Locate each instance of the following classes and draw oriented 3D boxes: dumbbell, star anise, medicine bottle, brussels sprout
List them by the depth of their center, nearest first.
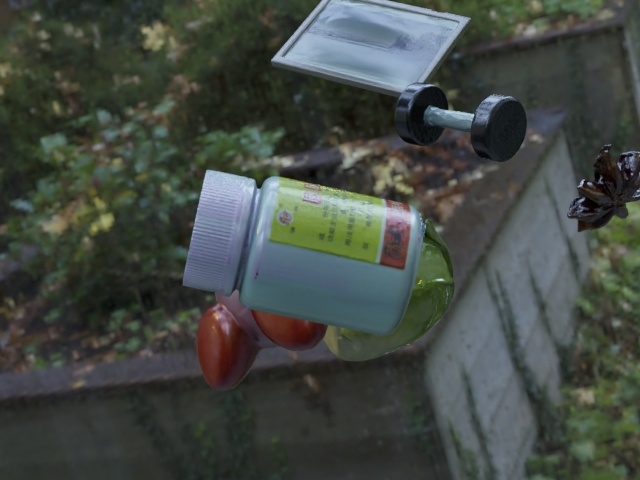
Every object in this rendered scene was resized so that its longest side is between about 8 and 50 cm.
[{"bbox_3d":[-0.018,0.010,1.237,0.225,0.139,0.139,12,14,-5],"label":"medicine bottle"},{"bbox_3d":[0.211,-0.181,1.855,0.100,0.100,0.191,-28,30,-36],"label":"dumbbell"},{"bbox_3d":[0.454,-0.074,1.911,0.168,0.168,0.057,-22,39,-18],"label":"star anise"},{"bbox_3d":[0.108,0.068,2.110,0.294,0.227,0.259,-38,5,-20],"label":"brussels sprout"}]

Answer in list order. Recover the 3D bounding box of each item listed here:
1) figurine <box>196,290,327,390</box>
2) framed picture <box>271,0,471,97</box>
[{"bbox_3d":[-0.057,0.046,1.731,0.261,0.211,0.269,-32,1,-43],"label":"figurine"},{"bbox_3d":[0.087,-0.344,2.123,0.289,0.016,0.213,18,57,29],"label":"framed picture"}]
